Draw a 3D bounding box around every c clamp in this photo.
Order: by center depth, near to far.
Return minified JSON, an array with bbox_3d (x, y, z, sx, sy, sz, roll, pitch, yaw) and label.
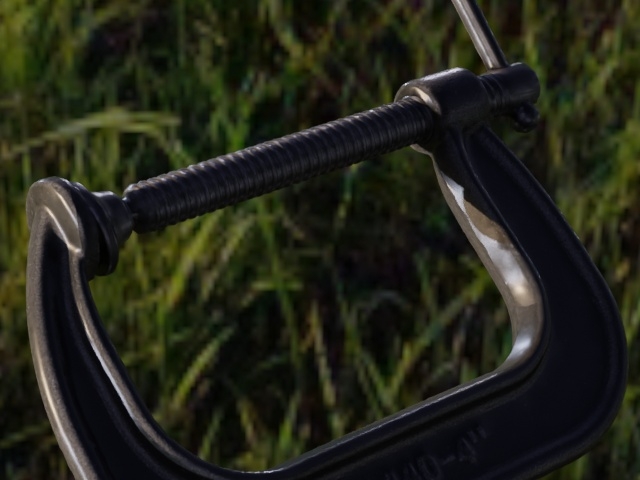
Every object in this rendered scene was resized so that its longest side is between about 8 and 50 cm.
[{"bbox_3d":[0.000,0.000,0.395,0.161,0.022,0.137,-27,79,-37],"label":"c clamp"}]
